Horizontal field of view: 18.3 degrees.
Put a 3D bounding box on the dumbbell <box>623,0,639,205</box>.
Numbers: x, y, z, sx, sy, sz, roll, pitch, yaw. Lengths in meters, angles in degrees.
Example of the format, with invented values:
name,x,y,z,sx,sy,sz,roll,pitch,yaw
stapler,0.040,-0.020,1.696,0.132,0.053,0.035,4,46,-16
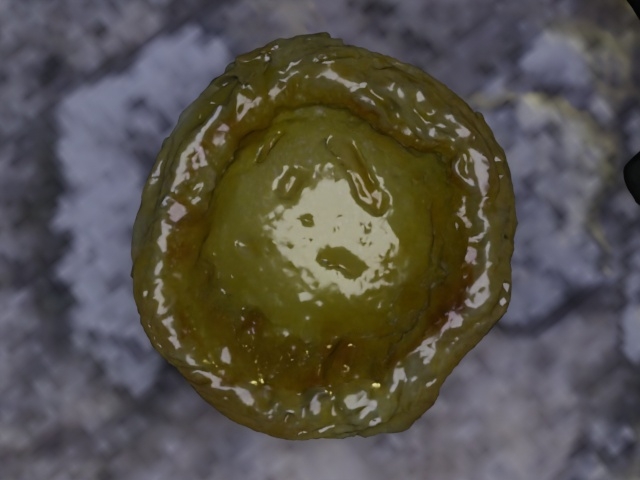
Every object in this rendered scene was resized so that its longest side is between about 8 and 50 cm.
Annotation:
name,x,y,z,sx,sy,sz,roll,pitch,yaw
dumbbell,0.078,-0.080,0.497,0.081,0.081,0.254,-35,89,-2

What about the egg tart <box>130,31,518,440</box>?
name,x,y,z,sx,sy,sz,roll,pitch,yaw
egg tart,0.000,0.000,0.513,0.105,0.039,0.105,0,90,-2
